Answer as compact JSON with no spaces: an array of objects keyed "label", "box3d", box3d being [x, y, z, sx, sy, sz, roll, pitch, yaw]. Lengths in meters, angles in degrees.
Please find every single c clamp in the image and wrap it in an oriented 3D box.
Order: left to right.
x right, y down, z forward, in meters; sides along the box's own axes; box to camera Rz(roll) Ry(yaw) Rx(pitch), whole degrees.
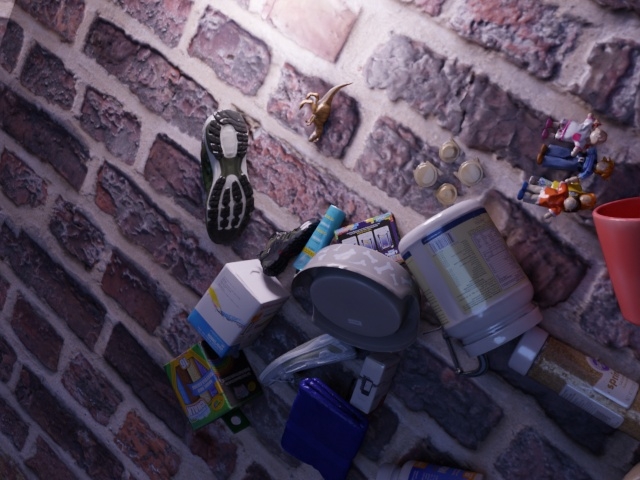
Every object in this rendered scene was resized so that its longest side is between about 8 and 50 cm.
[{"label":"c clamp","box3d":[0.365,0.291,1.563,0.137,0.022,0.161,-28,79,21]}]

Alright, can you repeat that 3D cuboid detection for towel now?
[{"label":"towel","box3d":[0.012,0.544,1.686,0.227,0.076,0.308,31,130,19]}]

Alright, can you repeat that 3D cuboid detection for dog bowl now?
[{"label":"dog bowl","box3d":[0.100,0.147,1.530,0.348,0.102,0.349,19,144,14]}]

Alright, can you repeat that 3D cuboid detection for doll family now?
[{"label":"doll family","box3d":[0.583,-0.158,1.378,0.163,0.118,0.263,20,85,31]}]

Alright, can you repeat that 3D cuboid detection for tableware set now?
[{"label":"tableware set","box3d":[0.334,-0.174,1.543,0.168,0.020,0.141,-43,76,22]}]

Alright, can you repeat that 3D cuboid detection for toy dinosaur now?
[{"label":"toy dinosaur","box3d":[0.007,-0.384,1.686,0.112,0.064,0.212,29,117,4]}]

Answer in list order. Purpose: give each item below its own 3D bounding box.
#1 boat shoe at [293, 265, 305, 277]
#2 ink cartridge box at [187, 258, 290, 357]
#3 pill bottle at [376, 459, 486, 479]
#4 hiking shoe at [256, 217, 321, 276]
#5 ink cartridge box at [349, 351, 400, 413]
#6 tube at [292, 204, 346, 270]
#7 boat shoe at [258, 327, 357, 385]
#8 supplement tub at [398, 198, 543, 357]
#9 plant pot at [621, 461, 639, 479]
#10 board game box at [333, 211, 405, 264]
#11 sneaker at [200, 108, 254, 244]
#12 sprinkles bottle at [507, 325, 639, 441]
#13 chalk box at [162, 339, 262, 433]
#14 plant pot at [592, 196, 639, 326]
[{"label":"boat shoe","box3d":[0.037,0.100,1.686,0.232,0.084,0.079,14,76,23]},{"label":"ink cartridge box","box3d":[-0.244,0.199,1.787,0.168,0.171,0.233,44,112,18]},{"label":"pill bottle","box3d":[0.288,0.666,1.555,0.271,0.152,0.153,2,95,27]},{"label":"hiking shoe","box3d":[-0.100,-0.002,1.742,0.227,0.086,0.114,-41,52,7]},{"label":"ink cartridge box","box3d":[0.151,0.384,1.628,0.063,0.109,0.151,25,105,28]},{"label":"tube","box3d":[0.000,0.000,1.680,0.080,0.052,0.207,30,90,42]},{"label":"boat shoe","box3d":[-0.042,0.357,1.728,0.320,0.118,0.103,-30,80,18]},{"label":"supplement tub","box3d":[0.360,0.091,1.426,0.235,0.235,0.325,-34,78,25]},{"label":"plant pot","box3d":[0.744,0.558,1.238,0.256,0.274,0.257,2,94,28]},{"label":"board game box","box3d":[0.136,0.016,1.611,0.170,0.048,0.141,-17,74,15]},{"label":"sneaker","box3d":[-0.310,-0.196,1.842,0.182,0.157,0.411,15,104,58]},{"label":"sprinkles bottle","box3d":[0.622,0.334,1.373,0.355,0.121,0.121,30,107,22]},{"label":"chalk box","box3d":[-0.319,0.462,1.842,0.179,0.180,0.289,-33,77,25]},{"label":"plant pot","box3d":[0.726,0.041,1.232,0.274,0.275,0.243,-6,100,28]}]
